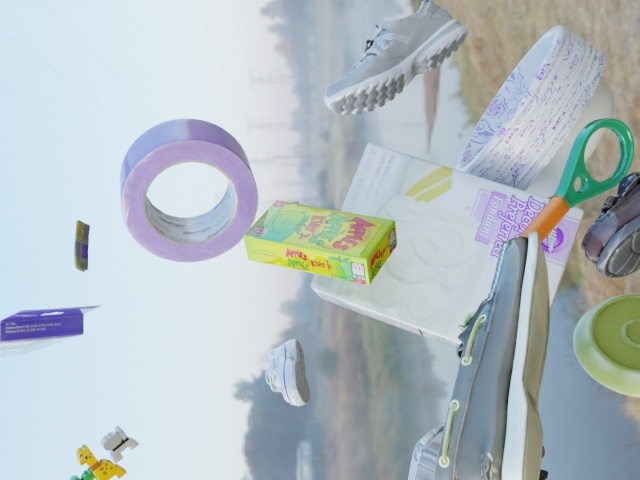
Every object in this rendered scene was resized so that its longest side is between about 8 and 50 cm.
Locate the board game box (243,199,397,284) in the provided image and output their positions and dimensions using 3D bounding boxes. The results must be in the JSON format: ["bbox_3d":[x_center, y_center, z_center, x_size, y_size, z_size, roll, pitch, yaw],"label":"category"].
[{"bbox_3d":[0.000,0.000,1.177,0.092,0.181,0.043,-51,-38,-45],"label":"board game box"}]

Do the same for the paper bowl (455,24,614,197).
[{"bbox_3d":[0.348,-0.181,1.395,0.284,0.148,0.284,-57,2,2],"label":"paper bowl"}]

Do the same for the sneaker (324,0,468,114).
[{"bbox_3d":[0.114,-0.318,1.538,0.115,0.281,0.105,53,165,13],"label":"sneaker"}]

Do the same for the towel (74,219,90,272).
[{"bbox_3d":[-0.405,0.009,1.506,0.060,0.009,0.083,76,-166,-79],"label":"towel"}]

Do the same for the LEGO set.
[{"bbox_3d":[-0.437,0.420,1.617,0.087,0.227,0.093,13,136,57],"label":"LEGO set"}]

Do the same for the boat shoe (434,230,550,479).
[{"bbox_3d":[0.180,0.118,0.904,0.109,0.091,0.305,59,-143,-46],"label":"boat shoe"}]

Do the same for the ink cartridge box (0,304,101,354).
[{"bbox_3d":[-0.525,0.166,1.567,0.206,0.208,0.045,3,-112,-63],"label":"ink cartridge box"}]

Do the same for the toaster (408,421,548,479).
[{"bbox_3d":[0.223,0.336,1.272,0.227,0.146,0.129,-15,-63,-55],"label":"toaster"}]

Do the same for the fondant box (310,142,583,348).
[{"bbox_3d":[0.183,0.022,1.293,0.096,0.330,0.238,56,-126,-73],"label":"fondant box"}]

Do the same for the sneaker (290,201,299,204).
[{"bbox_3d":[-0.058,-0.038,1.721,0.175,0.064,0.067,-32,-72,-78],"label":"sneaker"}]

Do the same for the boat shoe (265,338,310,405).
[{"bbox_3d":[-0.068,0.266,1.720,0.226,0.075,0.083,-92,-20,-77],"label":"boat shoe"}]

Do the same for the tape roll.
[{"bbox_3d":[-0.185,-0.069,1.241,0.080,0.189,0.189,-113,19,-57],"label":"tape roll"}]

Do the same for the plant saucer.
[{"bbox_3d":[0.584,0.177,1.611,0.241,0.241,0.037,-90,-9,-46],"label":"plant saucer"}]

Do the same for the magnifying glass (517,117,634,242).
[{"bbox_3d":[0.331,-0.067,1.164,0.092,0.231,0.026,48,165,-24],"label":"magnifying glass"}]

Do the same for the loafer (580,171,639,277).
[{"bbox_3d":[0.388,-0.043,1.034,0.095,0.302,0.109,45,138,30],"label":"loafer"}]
